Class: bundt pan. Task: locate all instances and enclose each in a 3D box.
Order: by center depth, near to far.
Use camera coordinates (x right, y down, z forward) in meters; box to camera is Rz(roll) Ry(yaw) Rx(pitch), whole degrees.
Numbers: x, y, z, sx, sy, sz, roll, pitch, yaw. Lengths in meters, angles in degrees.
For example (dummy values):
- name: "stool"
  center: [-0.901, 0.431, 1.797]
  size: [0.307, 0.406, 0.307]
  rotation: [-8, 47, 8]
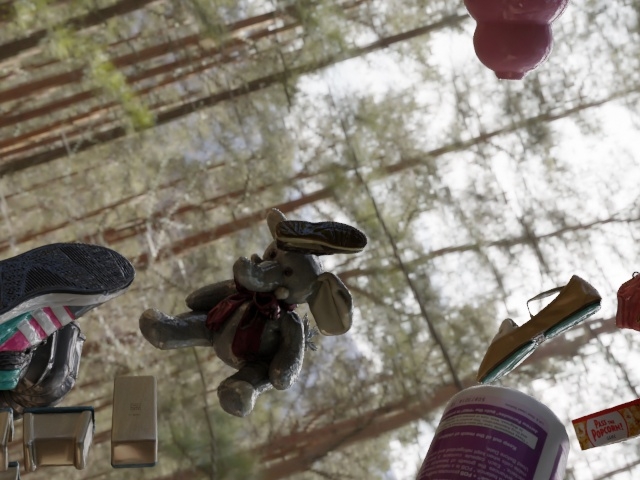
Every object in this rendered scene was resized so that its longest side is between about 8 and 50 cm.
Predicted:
- name: "bundt pan"
  center: [-0.567, 0.221, 1.520]
  size: [0.331, 0.330, 0.124]
  rotation: [74, 8, -62]

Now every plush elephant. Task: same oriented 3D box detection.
- name: "plush elephant"
  center: [-0.092, 0.103, 1.540]
  size: [0.272, 0.330, 0.255]
  rotation: [39, -58, 34]

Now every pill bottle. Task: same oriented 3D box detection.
- name: "pill bottle"
  center: [0.183, 0.333, 1.067]
  size: [0.301, 0.169, 0.169]
  rotation: [-57, 141, -42]

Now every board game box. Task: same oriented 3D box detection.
- name: "board game box"
  center: [0.446, 0.219, 1.158]
  size: [0.193, 0.146, 0.045]
  rotation: [-35, -116, 45]

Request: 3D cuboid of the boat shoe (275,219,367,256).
- name: "boat shoe"
  center: [0.000, 0.000, 1.481]
  size: [0.049, 0.152, 0.056]
  rotation: [101, -2, -48]

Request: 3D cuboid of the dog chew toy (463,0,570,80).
- name: "dog chew toy"
  center: [0.318, -0.426, 1.446]
  size: [0.206, 0.206, 0.332]
  rotation: [-108, -161, -80]

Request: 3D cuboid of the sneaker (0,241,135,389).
- name: "sneaker"
  center: [-0.404, 0.115, 1.250]
  size: [0.124, 0.295, 0.178]
  rotation: [49, -51, 25]

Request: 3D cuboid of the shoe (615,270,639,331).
- name: "shoe"
  center: [0.504, 0.057, 1.377]
  size: [0.063, 0.081, 0.178]
  rotation: [37, 64, -51]

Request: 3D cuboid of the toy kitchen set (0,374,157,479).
- name: "toy kitchen set"
  center: [-0.304, 0.268, 1.096]
  size: [0.122, 0.207, 0.166]
  rotation: [-107, -160, -59]

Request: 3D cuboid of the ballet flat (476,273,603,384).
- name: "ballet flat"
  center: [0.327, 0.136, 1.404]
  size: [0.073, 0.232, 0.080]
  rotation: [57, 4, 26]
